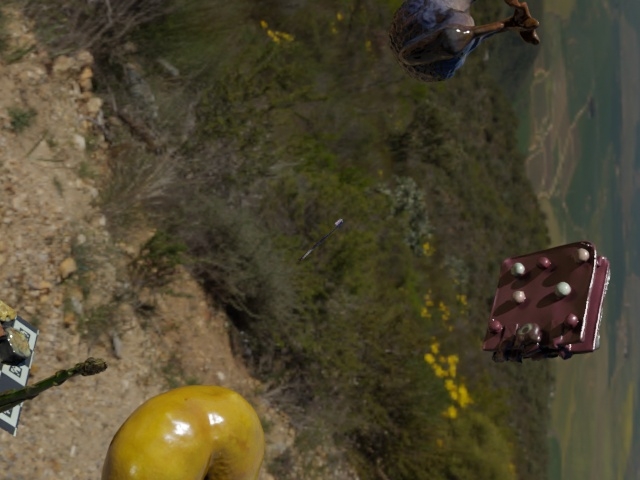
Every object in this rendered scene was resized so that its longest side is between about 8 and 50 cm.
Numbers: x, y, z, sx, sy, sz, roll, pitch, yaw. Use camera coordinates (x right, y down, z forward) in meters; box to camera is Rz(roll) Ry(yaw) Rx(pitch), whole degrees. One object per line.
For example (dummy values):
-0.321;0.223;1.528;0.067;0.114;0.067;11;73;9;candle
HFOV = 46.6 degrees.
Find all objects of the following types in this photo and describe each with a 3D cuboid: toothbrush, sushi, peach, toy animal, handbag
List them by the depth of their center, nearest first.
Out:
0.175;-0.283;0.983;0.298;0.185;0.122;-106;170;-66;toy animal
-0.190;0.323;1.044;0.251;0.153;0.251;-18;116;-44;peach
0.000;0.000;1.190;0.006;0.097;0.008;34;16;-54;toothbrush
0.388;0.110;1.289;0.074;0.203;0.216;40;56;-26;handbag
-0.727;0.186;1.559;0.343;0.064;0.359;46;14;-30;sushi

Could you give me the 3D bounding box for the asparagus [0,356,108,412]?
-0.303;0.159;0.817;0.022;0.233;0.023;41;41;-33;asparagus
